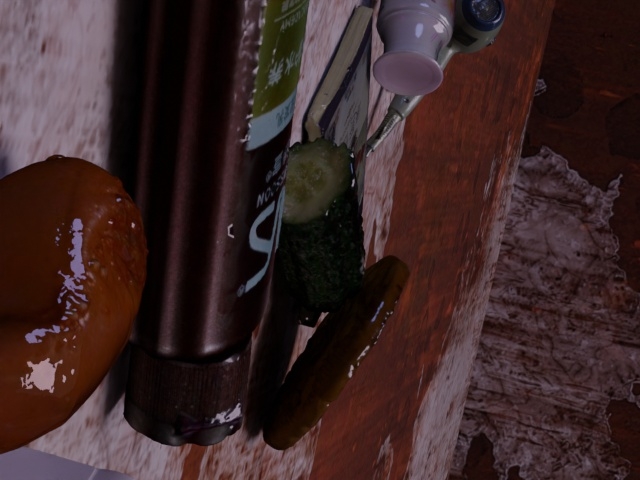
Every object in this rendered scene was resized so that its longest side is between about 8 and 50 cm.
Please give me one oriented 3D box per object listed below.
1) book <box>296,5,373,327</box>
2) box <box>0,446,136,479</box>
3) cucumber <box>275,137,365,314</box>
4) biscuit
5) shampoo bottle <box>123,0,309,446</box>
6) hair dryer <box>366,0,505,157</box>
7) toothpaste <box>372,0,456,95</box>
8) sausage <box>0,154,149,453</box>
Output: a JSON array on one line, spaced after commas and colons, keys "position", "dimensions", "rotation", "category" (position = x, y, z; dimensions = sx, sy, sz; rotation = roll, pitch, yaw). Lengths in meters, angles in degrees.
[{"position": [0.015, -0.059, 1.606], "dimensions": [0.157, 0.026, 0.231], "rotation": [-67, 165, -44], "category": "book"}, {"position": [-0.148, 0.217, 0.918], "dimensions": [0.135, 0.081, 0.199], "rotation": [-62, 163, -58], "category": "box"}, {"position": [0.000, 0.001, 1.457], "dimensions": [0.265, 0.077, 0.077], "rotation": [76, 29, -67], "category": "cucumber"}, {"position": [0.010, 0.089, 1.568], "dimensions": [0.188, 0.027, 0.188], "rotation": [-55, -174, 8], "category": "biscuit"}, {"position": [-0.061, -0.036, 1.060], "dimensions": [0.129, 0.084, 0.323], "rotation": [-53, 155, -59], "category": "shampoo bottle"}, {"position": [0.095, -0.158, 1.842], "dimensions": [0.199, 0.067, 0.167], "rotation": [-52, -173, -1], "category": "hair dryer"}, {"position": [0.096, -0.269, 1.681], "dimensions": [0.100, 0.066, 0.323], "rotation": [84, 13, -55], "category": "toothpaste"}, {"position": [-0.122, 0.028, 0.801], "dimensions": [0.179, 0.089, 0.089], "rotation": [-66, 165, -56], "category": "sausage"}]
